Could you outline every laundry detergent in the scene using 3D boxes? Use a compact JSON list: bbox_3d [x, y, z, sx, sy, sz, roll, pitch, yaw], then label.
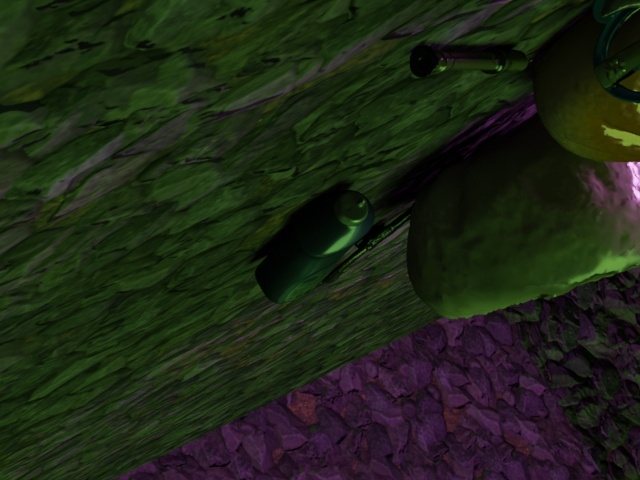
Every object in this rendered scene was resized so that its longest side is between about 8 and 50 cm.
[{"bbox_3d":[0.001,0.001,1.595,0.097,0.061,0.206,-23,168,-29],"label":"laundry detergent"}]

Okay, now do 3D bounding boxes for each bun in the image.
[{"bbox_3d":[0.366,-0.172,1.512,0.299,0.165,0.299,-29,172,-4],"label":"bun"},{"bbox_3d":[0.268,-0.043,1.756,0.360,0.211,0.360,-18,177,-1],"label":"bun"}]

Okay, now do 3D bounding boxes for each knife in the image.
[{"bbox_3d":[0.081,-0.013,1.907,0.222,0.021,0.045,-40,168,29],"label":"knife"}]

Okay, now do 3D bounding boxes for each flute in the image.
[{"bbox_3d":[0.133,-0.155,1.287,0.027,0.027,0.233,-35,171,26],"label":"flute"}]

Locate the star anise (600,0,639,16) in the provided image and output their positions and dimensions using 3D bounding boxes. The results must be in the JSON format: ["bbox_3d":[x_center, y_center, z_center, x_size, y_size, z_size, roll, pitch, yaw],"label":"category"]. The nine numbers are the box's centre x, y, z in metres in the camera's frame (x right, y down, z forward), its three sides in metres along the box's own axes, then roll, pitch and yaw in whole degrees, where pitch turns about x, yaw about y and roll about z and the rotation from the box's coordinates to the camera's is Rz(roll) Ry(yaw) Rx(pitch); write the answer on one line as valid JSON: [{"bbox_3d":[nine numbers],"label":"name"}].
[{"bbox_3d":[0.314,-0.240,1.192,0.230,0.081,0.262,-30,-159,-3],"label":"star anise"}]

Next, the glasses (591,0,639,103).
[{"bbox_3d":[0.349,-0.184,1.285,0.239,0.102,0.207,-32,-154,17],"label":"glasses"}]
